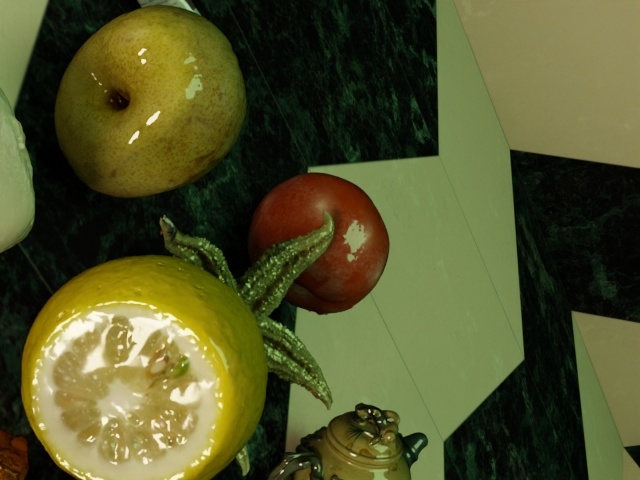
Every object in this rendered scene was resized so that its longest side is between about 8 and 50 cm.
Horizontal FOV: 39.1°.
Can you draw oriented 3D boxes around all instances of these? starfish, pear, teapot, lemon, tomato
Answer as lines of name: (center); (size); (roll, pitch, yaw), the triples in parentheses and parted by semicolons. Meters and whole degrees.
starfish: (-0.115, 0.127, 1.153); (0.347, 0.078, 0.357); (3, 99, -44)
pear: (-0.188, -0.154, 1.038); (0.188, 0.228, 0.211); (41, 12, 16)
teapot: (0.042, 0.313, 1.277); (0.270, 0.173, 0.182); (3, 114, -34)
lemon: (-0.168, 0.130, 0.915); (0.219, 0.241, 0.240); (-58, 132, -83)
tomato: (0.000, 0.000, 1.328); (0.208, 0.208, 0.184); (49, 55, -43)

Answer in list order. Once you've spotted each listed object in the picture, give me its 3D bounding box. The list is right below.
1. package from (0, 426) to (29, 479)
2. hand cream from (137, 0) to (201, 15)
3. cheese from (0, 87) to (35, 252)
package: (-0.299, 0.216, 0.827); (0.077, 0.033, 0.110); (39, 38, -36)
hand cream: (-0.246, -0.372, 1.187); (0.331, 0.085, 0.058); (59, 35, -25)
cheese: (-0.338, -0.072, 0.755); (0.198, 0.155, 0.189); (-22, 114, -68)
